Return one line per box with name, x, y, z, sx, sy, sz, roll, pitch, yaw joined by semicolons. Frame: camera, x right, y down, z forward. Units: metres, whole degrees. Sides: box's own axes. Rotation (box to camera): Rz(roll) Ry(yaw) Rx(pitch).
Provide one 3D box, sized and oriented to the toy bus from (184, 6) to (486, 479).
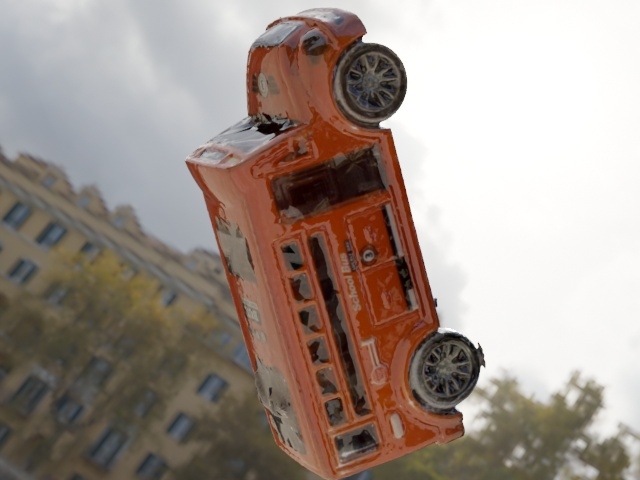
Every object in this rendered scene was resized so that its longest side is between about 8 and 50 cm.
toy bus;0.000;0.000;1.001;0.143;0.153;0.329;19;-54;65
